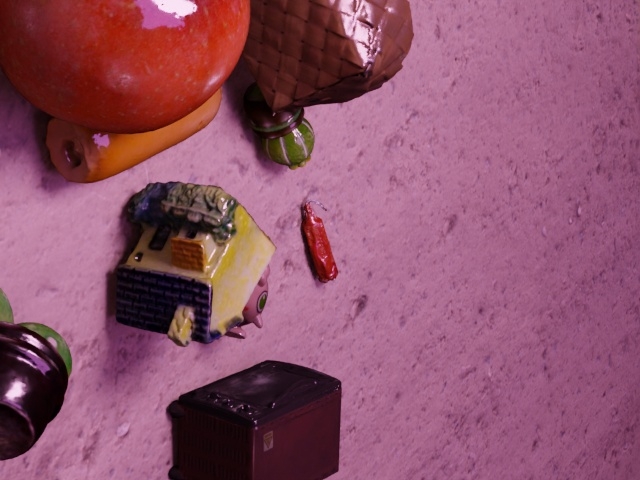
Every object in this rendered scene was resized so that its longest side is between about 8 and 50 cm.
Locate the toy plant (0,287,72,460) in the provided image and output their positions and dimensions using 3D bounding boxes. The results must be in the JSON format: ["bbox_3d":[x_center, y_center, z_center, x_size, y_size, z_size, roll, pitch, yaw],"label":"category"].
[{"bbox_3d":[-0.408,0.165,1.678,0.218,0.175,0.235,55,18,-35],"label":"toy plant"}]

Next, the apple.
[{"bbox_3d":[-0.260,-0.303,1.657,0.349,0.277,0.348,16,51,-21],"label":"apple"}]

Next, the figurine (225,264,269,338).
[{"bbox_3d":[-0.136,0.078,2.068,0.125,0.125,0.138,48,58,-47],"label":"figurine"}]

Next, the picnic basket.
[{"bbox_3d":[0.020,-0.394,2.025,0.337,0.293,0.337,17,65,-41],"label":"picnic basket"}]

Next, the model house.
[{"bbox_3d":[-0.210,0.044,1.895,0.170,0.194,0.211,54,53,-48],"label":"model house"}]

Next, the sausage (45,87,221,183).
[{"bbox_3d":[-0.243,-0.190,1.875,0.354,0.116,0.134,-38,115,-48],"label":"sausage"}]

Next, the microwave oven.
[{"bbox_3d":[-0.100,0.307,2.122,0.247,0.178,0.188,-19,113,-51],"label":"microwave oven"}]

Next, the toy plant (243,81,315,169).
[{"bbox_3d":[-0.063,-0.185,2.133,0.092,0.093,0.162,-55,139,-31],"label":"toy plant"}]

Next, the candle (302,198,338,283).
[{"bbox_3d":[0.000,0.000,2.301,0.053,0.048,0.162,-80,157,-59],"label":"candle"}]
